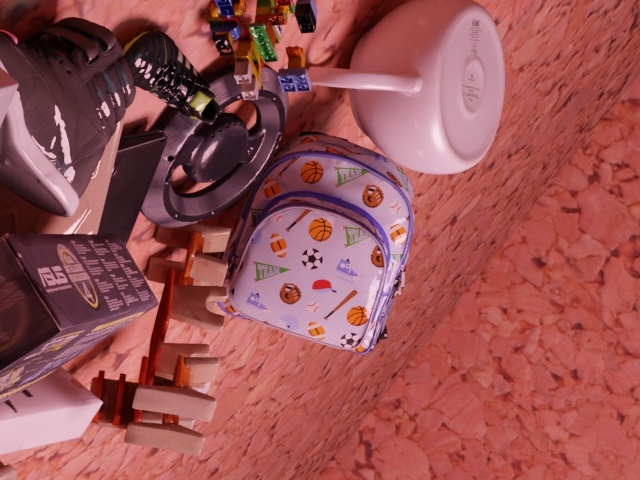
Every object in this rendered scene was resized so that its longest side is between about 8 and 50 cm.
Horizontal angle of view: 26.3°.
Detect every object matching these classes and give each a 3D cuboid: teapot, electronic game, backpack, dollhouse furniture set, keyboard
[{"bbox_3d":[0.117,-0.207,1.815,0.252,0.187,0.256,-62,144,-32],"label":"teapot"},{"bbox_3d":[-0.125,-0.109,1.602,0.229,0.048,0.229,-38,153,-23],"label":"electronic game"},{"bbox_3d":[0.000,0.000,1.807,0.213,0.276,0.263,-97,-156,-76],"label":"backpack"},{"bbox_3d":[-0.203,0.140,1.673,0.259,0.135,0.262,110,-14,-47],"label":"dollhouse furniture set"},{"bbox_3d":[-0.283,0.020,1.495,0.201,0.033,0.317,-24,147,-51],"label":"keyboard"}]

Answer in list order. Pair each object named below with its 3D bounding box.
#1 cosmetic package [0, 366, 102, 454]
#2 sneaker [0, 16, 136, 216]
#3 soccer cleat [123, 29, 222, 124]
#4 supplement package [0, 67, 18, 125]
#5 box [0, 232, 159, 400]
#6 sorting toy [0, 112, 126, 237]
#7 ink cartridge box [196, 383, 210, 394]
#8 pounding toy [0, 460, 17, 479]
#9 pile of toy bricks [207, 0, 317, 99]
[{"bbox_3d":[-0.352,0.186,1.557,0.060,0.099,0.239,-54,164,11],"label":"cosmetic package"},{"bbox_3d":[-0.248,-0.151,1.147,0.147,0.104,0.296,-64,157,-20],"label":"sneaker"},{"bbox_3d":[-0.147,-0.164,1.391,0.060,0.072,0.179,-52,163,2],"label":"soccer cleat"},{"bbox_3d":[-0.354,-0.058,0.952,0.194,0.149,0.203,-25,151,-56],"label":"supplement package"},{"bbox_3d":[-0.323,0.113,1.177,0.318,0.097,0.395,-30,179,4],"label":"box"},{"bbox_3d":[-0.280,-0.046,1.319,0.193,0.038,0.208,-24,140,-44],"label":"sorting toy"},{"bbox_3d":[-0.224,0.257,2.151,0.115,0.029,0.063,-35,158,-42],"label":"ink cartridge box"},{"bbox_3d":[-0.414,0.309,1.554,0.154,0.155,0.269,-43,162,-9],"label":"pounding toy"},{"bbox_3d":[-0.055,-0.248,1.441,0.212,0.118,0.105,68,23,-59],"label":"pile of toy bricks"}]
